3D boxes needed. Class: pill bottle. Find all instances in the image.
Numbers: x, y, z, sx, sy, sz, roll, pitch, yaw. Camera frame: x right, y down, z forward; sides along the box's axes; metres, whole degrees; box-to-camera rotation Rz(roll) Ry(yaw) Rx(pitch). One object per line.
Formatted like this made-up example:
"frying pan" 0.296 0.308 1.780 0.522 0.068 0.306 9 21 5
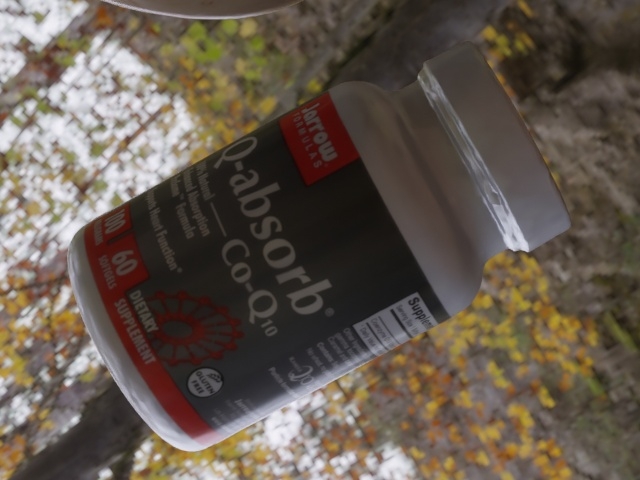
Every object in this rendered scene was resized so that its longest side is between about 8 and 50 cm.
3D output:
"pill bottle" 0.000 0.000 1.149 0.210 0.363 0.210 60 -175 -9

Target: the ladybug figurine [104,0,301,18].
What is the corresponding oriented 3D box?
"ladybug figurine" -0.087 -0.315 1.015 0.449 0.162 0.305 -21 -99 -51
